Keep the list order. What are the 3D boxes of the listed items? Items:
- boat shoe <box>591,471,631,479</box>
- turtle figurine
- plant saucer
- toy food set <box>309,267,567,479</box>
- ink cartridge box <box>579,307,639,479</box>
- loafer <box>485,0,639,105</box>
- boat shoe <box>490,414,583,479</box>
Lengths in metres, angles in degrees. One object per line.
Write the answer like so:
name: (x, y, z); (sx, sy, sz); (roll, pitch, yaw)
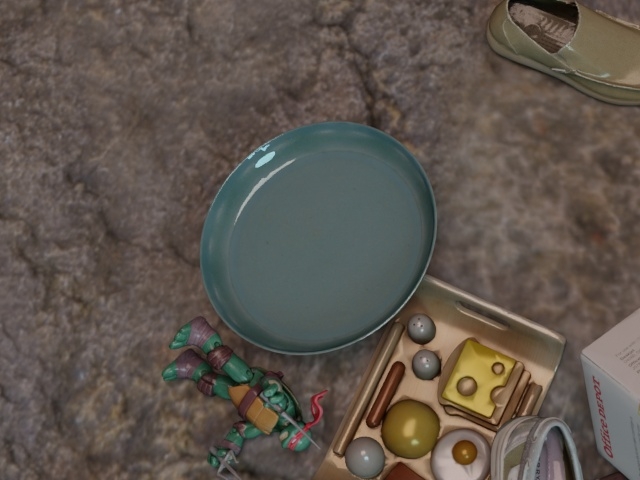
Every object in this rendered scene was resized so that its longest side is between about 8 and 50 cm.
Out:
boat shoe: (0.397, 0.395, 1.769); (0.092, 0.103, 0.285); (-28, 66, 5)
turtle figurine: (-0.090, 0.205, 1.889); (0.234, 0.118, 0.175); (40, 124, 18)
plant saucer: (0.000, 0.000, 1.939); (0.317, 0.044, 0.318); (-9, 64, 18)
toy food set: (0.141, 0.211, 1.861); (0.219, 0.092, 0.306); (23, 79, 14)
ink cartridge box: (0.456, 0.202, 1.701); (0.197, 0.198, 0.270); (-35, 46, -15)
loafer: (0.339, -0.249, 1.966); (0.268, 0.092, 0.102); (17, 77, 12)
boat shoe: (0.265, 0.362, 1.767); (0.118, 0.103, 0.320); (-2, 84, -15)
